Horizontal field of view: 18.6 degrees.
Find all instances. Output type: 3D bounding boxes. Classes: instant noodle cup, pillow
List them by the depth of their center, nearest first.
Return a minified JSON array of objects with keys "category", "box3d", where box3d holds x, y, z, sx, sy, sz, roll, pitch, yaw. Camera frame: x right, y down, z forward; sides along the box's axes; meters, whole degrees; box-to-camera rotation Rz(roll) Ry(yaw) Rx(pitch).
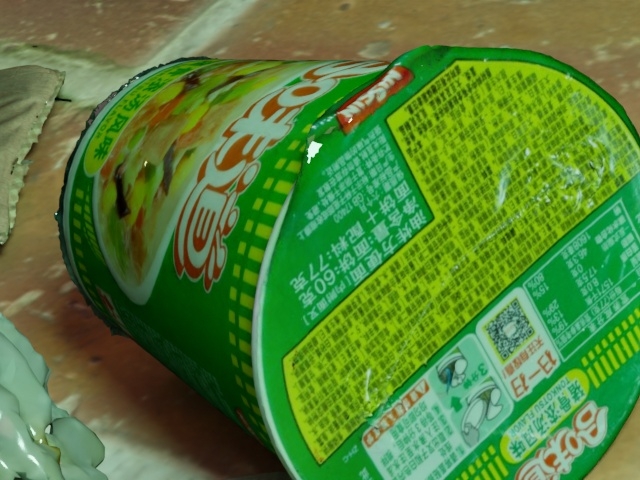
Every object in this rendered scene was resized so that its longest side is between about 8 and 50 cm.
[{"category":"instant noodle cup","box3d":[0.000,0.000,0.853,0.207,0.207,0.232,-36,29,-21]},{"category":"pillow","box3d":[-0.227,-0.039,1.166,0.135,0.034,0.211,-14,33,18]}]

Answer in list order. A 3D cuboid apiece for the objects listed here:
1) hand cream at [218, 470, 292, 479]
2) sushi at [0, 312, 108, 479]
[{"category":"hand cream","box3d":[-0.072,0.184,0.753,0.095,0.059,0.276,-13,31,18]},{"category":"sushi","box3d":[-0.253,0.166,0.662,0.417,0.176,0.418,-14,54,20]}]
